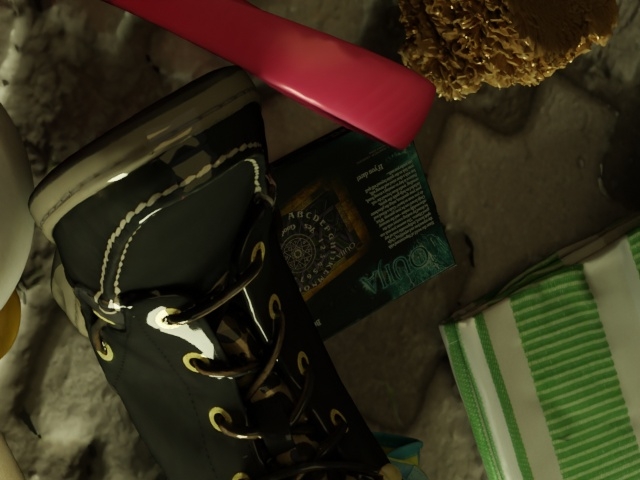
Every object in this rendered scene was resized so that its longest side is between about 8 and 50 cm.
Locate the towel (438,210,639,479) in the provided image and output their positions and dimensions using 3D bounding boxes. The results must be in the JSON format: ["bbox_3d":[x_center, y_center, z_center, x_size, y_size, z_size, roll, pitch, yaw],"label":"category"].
[{"bbox_3d":[0.245,0.098,1.519,0.325,0.038,0.248,-28,107,-31],"label":"towel"}]

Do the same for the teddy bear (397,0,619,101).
[{"bbox_3d":[0.077,-0.264,1.369,0.245,0.113,0.338,-46,107,-31],"label":"teddy bear"}]

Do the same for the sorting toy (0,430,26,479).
[{"bbox_3d":[-0.265,0.164,1.112,0.208,0.038,0.193,-19,126,1],"label":"sorting toy"}]

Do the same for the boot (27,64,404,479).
[{"bbox_3d":[-0.037,0.081,1.090,0.138,0.377,0.284,-29,81,-17],"label":"boot"}]

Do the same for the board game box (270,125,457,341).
[{"bbox_3d":[0.000,0.000,1.359,0.186,0.026,0.126,-28,107,-30],"label":"board game box"}]

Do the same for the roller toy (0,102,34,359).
[{"bbox_3d":[-0.264,-0.019,1.114,0.209,0.146,0.191,3,88,-23],"label":"roller toy"}]

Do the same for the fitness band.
[{"bbox_3d":[-0.042,-0.122,1.178,0.209,0.291,0.054,29,93,-17],"label":"fitness band"}]

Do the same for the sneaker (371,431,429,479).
[{"bbox_3d":[0.033,0.251,1.331,0.208,0.127,0.319,-46,115,-22],"label":"sneaker"}]
